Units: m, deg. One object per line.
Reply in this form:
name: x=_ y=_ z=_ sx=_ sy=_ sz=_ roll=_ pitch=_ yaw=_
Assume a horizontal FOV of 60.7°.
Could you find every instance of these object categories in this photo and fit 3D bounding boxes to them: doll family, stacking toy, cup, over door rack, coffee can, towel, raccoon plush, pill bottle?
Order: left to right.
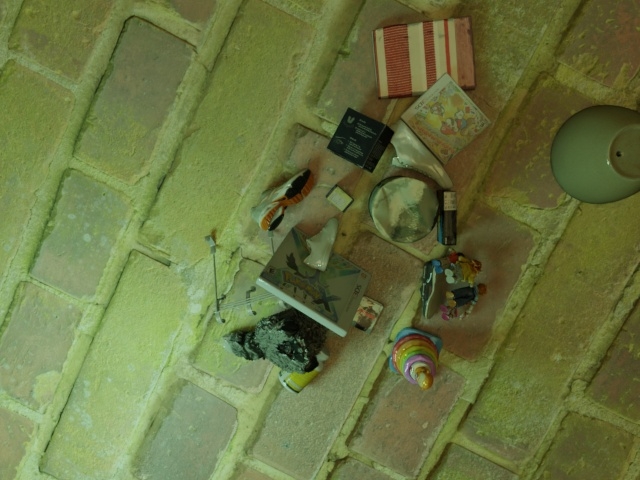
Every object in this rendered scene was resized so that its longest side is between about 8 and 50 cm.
over door rack: x=-0.250 y=0.111 z=1.864 sx=0.240 sy=0.108 sz=0.323 roll=-16 pitch=63 yaw=4
raccoon plush: x=-0.112 y=0.268 z=1.903 sx=0.447 sy=0.299 sz=0.216 roll=8 pitch=127 yaw=31
pill bottle: x=-0.054 y=0.446 z=1.930 sx=0.103 sy=0.103 sz=0.184 roll=44 pitch=97 yaw=-3
coffee can: x=0.260 y=-0.106 z=1.760 sx=0.202 sy=0.275 sz=0.201 roll=0 pitch=98 yaw=3
stacking toy: x=0.327 y=0.419 z=1.809 sx=0.166 sy=0.302 sz=0.175 roll=18 pitch=98 yaw=0
towel: x=0.344 y=-0.603 z=1.816 sx=0.330 sy=0.037 sz=0.236 roll=-5 pitch=99 yaw=5
doll family: x=0.491 y=0.151 z=1.845 sx=0.163 sy=0.118 sz=0.262 roll=-15 pitch=99 yaw=-34
cup: x=0.937 y=-0.272 z=1.727 sx=0.332 sy=0.237 sz=0.330 roll=0 pitch=98 yaw=3

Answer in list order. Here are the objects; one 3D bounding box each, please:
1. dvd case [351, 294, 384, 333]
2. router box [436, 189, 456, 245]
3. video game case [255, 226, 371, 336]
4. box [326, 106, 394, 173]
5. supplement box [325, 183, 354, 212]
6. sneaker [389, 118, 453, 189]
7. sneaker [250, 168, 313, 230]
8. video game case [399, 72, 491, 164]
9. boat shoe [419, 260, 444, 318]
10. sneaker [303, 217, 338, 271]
dvd case: x=0.163 y=0.263 z=1.943 sx=0.087 sy=0.013 sz=0.119 roll=27 pitch=97 yaw=-1
router box: x=0.421 y=-0.078 z=1.827 sx=0.046 sy=0.133 sz=0.178 roll=-1 pitch=97 yaw=2
video game case: x=-0.011 y=0.127 z=1.807 sx=0.329 sy=0.300 sz=0.036 roll=32 pitch=130 yaw=-1
box: x=0.132 y=-0.330 z=1.802 sx=0.156 sy=0.093 sz=0.158 roll=33 pitch=99 yaw=27
supplement box: x=0.065 y=-0.144 z=1.861 sx=0.083 sy=0.083 sz=0.056 roll=40 pitch=97 yaw=-3
sneaker: x=0.318 y=-0.261 z=1.831 sx=0.123 sy=0.106 sz=0.290 roll=-42 pitch=82 yaw=9
sneaker: x=-0.140 y=-0.159 z=1.866 sx=0.262 sy=0.099 sz=0.121 roll=-46 pitch=50 yaw=-11
video game case: x=0.417 y=-0.404 z=1.823 sx=0.206 sy=0.026 sz=0.227 roll=-43 pitch=98 yaw=13
boat shoe: x=0.381 y=0.171 z=1.908 sx=0.065 sy=0.075 sz=0.205 roll=20 pitch=108 yaw=43
sneaker: x=0.000 y=0.000 z=1.839 sx=0.094 sy=0.080 sz=0.212 roll=16 pitch=55 yaw=2
